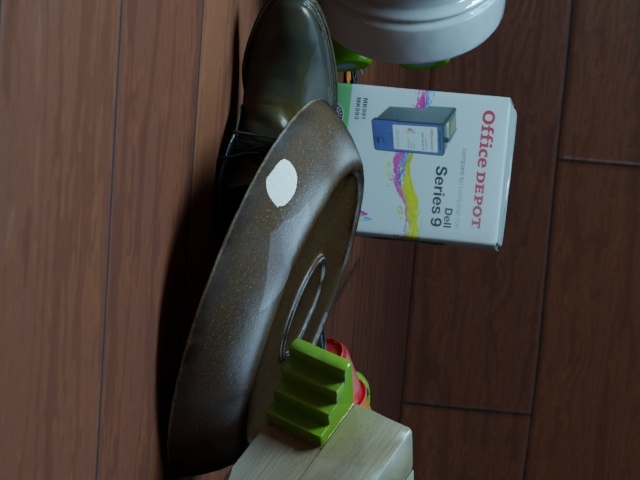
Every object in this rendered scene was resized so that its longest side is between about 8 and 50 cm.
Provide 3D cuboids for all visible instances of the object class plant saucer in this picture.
[{"bbox_3d":[-0.032,0.044,1.512,0.310,0.050,0.310,21,90,-81],"label":"plant saucer"}]

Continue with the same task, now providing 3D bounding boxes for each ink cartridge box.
[{"bbox_3d":[0.087,-0.076,2.007,0.093,0.212,0.154,17,79,-83],"label":"ink cartridge box"}]

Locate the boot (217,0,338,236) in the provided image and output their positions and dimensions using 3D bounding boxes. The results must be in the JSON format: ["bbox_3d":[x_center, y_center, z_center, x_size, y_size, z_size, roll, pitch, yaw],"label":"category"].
[{"bbox_3d":[-0.034,-0.083,1.555,0.106,0.082,0.219,-74,171,-62],"label":"boot"}]

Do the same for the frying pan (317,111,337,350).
[{"bbox_3d":[-0.004,-0.002,1.867,0.197,0.053,0.326,-7,92,-82],"label":"frying pan"}]

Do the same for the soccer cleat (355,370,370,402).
[{"bbox_3d":[0.029,0.246,2.472,0.072,0.060,0.179,-134,-128,-70],"label":"soccer cleat"}]

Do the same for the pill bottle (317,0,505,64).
[{"bbox_3d":[0.078,-0.356,1.627,0.407,0.229,0.229,89,10,-45],"label":"pill bottle"}]

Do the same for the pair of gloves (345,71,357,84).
[{"bbox_3d":[0.037,-0.179,2.345,0.083,0.010,0.074,-67,162,-70],"label":"pair of gloves"}]

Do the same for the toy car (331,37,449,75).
[{"bbox_3d":[0.050,-0.230,1.942,0.188,0.149,0.155,120,-32,-79],"label":"toy car"}]

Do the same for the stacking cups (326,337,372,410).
[{"bbox_3d":[0.047,0.243,2.175,0.096,0.096,0.316,-76,155,-50],"label":"stacking cups"}]

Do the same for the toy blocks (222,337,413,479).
[{"bbox_3d":[-0.035,0.298,1.463,0.261,0.191,0.381,-50,152,-34],"label":"toy blocks"}]
